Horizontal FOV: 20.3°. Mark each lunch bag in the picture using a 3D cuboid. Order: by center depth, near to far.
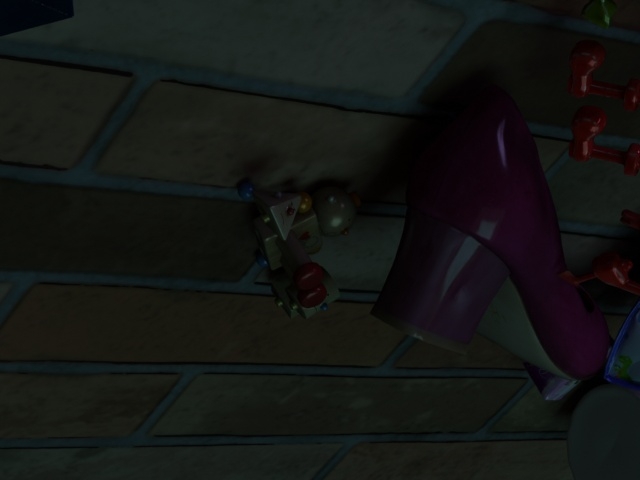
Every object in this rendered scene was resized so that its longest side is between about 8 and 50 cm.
[{"bbox_3d":[0.313,0.058,1.510,0.151,0.096,0.129,-71,164,9],"label":"lunch bag"}]

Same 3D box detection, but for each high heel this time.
[{"bbox_3d":[0.170,0.002,1.363,0.181,0.127,0.377,-66,157,5],"label":"high heel"}]

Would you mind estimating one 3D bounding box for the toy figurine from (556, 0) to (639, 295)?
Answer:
[{"bbox_3d":[0.293,-0.138,1.230,0.217,0.191,0.362,-51,147,-49],"label":"toy figurine"}]

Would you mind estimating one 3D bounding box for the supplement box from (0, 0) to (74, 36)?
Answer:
[{"bbox_3d":[-0.146,-0.143,0.756,0.056,0.083,0.083,-17,147,-15],"label":"supplement box"}]

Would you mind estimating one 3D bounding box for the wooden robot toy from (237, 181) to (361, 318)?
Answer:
[{"bbox_3d":[0.000,0.000,1.256,0.079,0.076,0.173,-32,151,-12],"label":"wooden robot toy"}]

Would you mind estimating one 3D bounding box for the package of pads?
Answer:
[{"bbox_3d":[0.219,0.098,1.580,0.032,0.050,0.083,3,139,-47],"label":"package of pads"}]

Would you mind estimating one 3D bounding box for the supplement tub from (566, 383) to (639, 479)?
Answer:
[{"bbox_3d":[0.352,0.196,1.735,0.199,0.144,0.144,1,140,-37],"label":"supplement tub"}]
